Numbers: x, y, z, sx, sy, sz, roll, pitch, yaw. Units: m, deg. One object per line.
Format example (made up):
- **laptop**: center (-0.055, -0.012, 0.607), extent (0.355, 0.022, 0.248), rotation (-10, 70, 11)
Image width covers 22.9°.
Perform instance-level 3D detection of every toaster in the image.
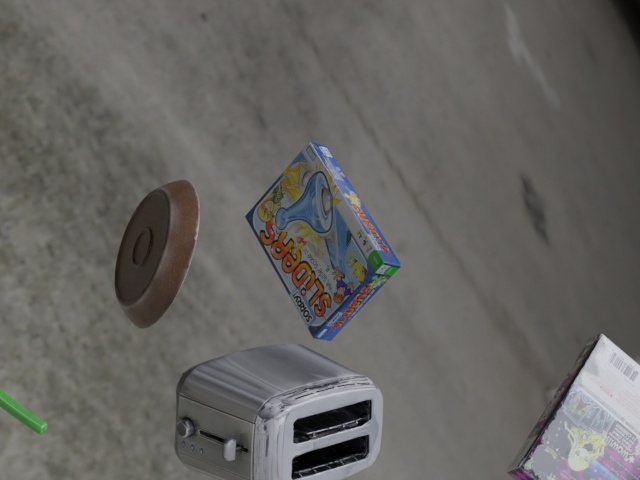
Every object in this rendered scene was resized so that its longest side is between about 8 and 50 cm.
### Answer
- **toaster**: center (-0.035, 0.190, 1.681), extent (0.227, 0.146, 0.129), rotation (-8, 109, -42)

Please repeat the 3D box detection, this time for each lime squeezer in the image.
- **lime squeezer**: center (-0.380, 0.097, 1.690), extent (0.110, 0.059, 0.310), rotation (8, 39, -33)

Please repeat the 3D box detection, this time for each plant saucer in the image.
- **plant saucer**: center (-0.182, 0.011, 1.710), extent (0.029, 0.168, 0.168), rotation (20, 48, -27)

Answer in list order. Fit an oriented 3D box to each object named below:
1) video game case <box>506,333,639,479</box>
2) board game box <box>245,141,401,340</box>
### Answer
- **video game case**: center (0.364, 0.262, 1.882), extent (0.232, 0.042, 0.210), rotation (39, 64, -6)
- **board game box**: center (0.000, 0.000, 1.885), extent (0.035, 0.136, 0.201), rotation (12, 37, -47)
